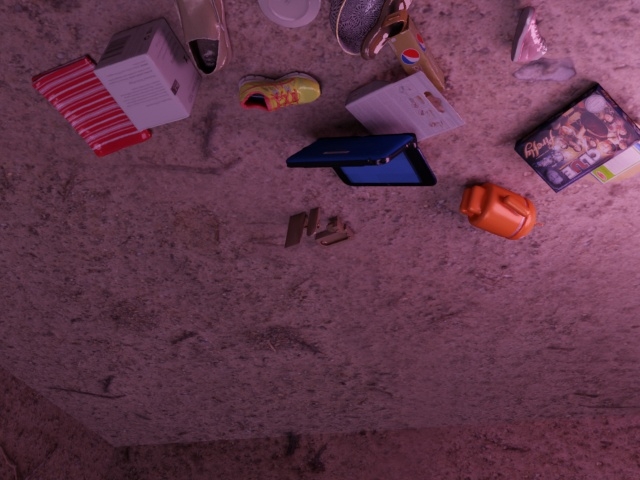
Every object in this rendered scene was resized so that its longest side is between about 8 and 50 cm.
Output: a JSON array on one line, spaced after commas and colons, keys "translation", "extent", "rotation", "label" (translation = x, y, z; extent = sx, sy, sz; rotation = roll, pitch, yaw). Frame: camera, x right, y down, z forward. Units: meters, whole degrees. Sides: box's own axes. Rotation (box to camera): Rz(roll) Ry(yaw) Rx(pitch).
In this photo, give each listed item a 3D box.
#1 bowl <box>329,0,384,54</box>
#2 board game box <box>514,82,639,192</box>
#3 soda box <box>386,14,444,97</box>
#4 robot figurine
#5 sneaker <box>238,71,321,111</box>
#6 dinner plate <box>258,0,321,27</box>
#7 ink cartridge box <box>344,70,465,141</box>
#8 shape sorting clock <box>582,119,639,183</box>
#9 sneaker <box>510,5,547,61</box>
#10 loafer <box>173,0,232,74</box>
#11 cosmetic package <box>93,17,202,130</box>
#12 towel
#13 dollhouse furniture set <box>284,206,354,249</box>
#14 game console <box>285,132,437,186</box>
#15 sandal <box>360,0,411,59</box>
[{"translation": [0.073, -0.486, 1.357], "extent": [0.080, 0.170, 0.170], "rotation": [41, 153, 31], "label": "bowl"}, {"translation": [0.621, -0.241, 1.567], "extent": [0.165, 0.042, 0.243], "rotation": [43, 132, -9], "label": "board game box"}, {"translation": [0.216, -0.411, 1.458], "extent": [0.058, 0.061, 0.181], "rotation": [-20, 133, 29], "label": "soda box"}, {"translation": [0.491, -0.077, 1.756], "extent": [0.219, 0.128, 0.158], "rotation": [20, 132, -14], "label": "robot figurine"}, {"translation": [-0.100, -0.347, 1.563], "extent": [0.208, 0.094, 0.081], "rotation": [-2, 138, 10], "label": "sneaker"}, {"translation": [-0.069, -0.524, 1.409], "extent": [0.141, 0.017, 0.141], "rotation": [6, 139, 5], "label": "dinner plate"}, {"translation": [0.204, -0.316, 1.547], "extent": [0.232, 0.066, 0.189], "rotation": [-20, 132, 40], "label": "ink cartridge box"}, {"translation": [0.713, -0.224, 1.610], "extent": [0.206, 0.040, 0.206], "rotation": [9, 136, 8], "label": "shape sorting clock"}, {"translation": [0.459, -0.443, 1.390], "extent": [0.070, 0.051, 0.134], "rotation": [3, 143, 3], "label": "sneaker"}, {"translation": [-0.261, -0.483, 1.430], "extent": [0.101, 0.092, 0.269], "rotation": [-3, 139, 13], "label": "loafer"}, {"translation": [-0.400, -0.388, 1.521], "extent": [0.151, 0.151, 0.184], "rotation": [-11, 137, 21], "label": "cosmetic package"}, {"translation": [-0.598, -0.344, 1.702], "extent": [0.198, 0.031, 0.275], "rotation": [-13, 135, 22], "label": "towel"}, {"translation": [0.000, 0.000, 1.934], "extent": [0.144, 0.123, 0.151], "rotation": [-18, 133, 28], "label": "dollhouse furniture set"}, {"translation": [0.106, -0.171, 1.626], "extent": [0.293, 0.250, 0.173], "rotation": [3, 117, 36], "label": "game console"}, {"translation": [0.149, -0.455, 1.357], "extent": [0.180, 0.049, 0.072], "rotation": [-58, 149, 7], "label": "sandal"}]
